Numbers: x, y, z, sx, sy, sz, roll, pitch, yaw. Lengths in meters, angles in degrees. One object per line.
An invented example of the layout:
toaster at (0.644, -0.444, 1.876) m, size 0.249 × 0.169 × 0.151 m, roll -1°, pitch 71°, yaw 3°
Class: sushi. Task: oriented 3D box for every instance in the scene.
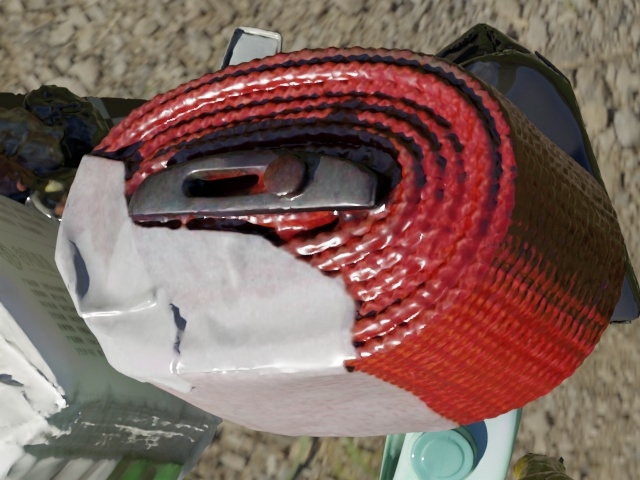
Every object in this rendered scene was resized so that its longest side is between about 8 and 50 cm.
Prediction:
sushi at (-0.308, -0.074, 1.731) m, size 0.339 × 0.320 × 0.069 m, roll 3°, pitch 134°, yaw -12°

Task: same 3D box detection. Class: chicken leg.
chicken leg at (0.213, 0.254, 1.619) m, size 0.088 × 0.228 × 0.103 m, roll 45°, pitch 114°, yaw -4°

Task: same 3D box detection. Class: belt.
belt at (0.000, 0.000, 0.647) m, size 0.201 × 0.124 × 0.128 m, roll -6°, pitch 68°, yaw 30°

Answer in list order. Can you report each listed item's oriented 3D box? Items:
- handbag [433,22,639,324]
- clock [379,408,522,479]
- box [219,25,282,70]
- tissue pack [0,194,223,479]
handbag at (0.098, 0.006, 1.464) m, size 0.342 × 0.152 × 0.288 m, roll -29°, pitch 107°, yaw 19°
clock at (0.078, 0.111, 1.035) m, size 0.066 × 0.159 × 0.211 m, roll 14°, pitch 78°, yaw -1°
box at (-0.051, -0.043, 1.068) m, size 0.036 × 0.177 × 0.115 m, roll 15°, pitch 70°, yaw 3°
tissue pack at (-0.248, 0.094, 1.278) m, size 0.194 × 0.356 × 0.266 m, roll -44°, pitch 73°, yaw 4°
